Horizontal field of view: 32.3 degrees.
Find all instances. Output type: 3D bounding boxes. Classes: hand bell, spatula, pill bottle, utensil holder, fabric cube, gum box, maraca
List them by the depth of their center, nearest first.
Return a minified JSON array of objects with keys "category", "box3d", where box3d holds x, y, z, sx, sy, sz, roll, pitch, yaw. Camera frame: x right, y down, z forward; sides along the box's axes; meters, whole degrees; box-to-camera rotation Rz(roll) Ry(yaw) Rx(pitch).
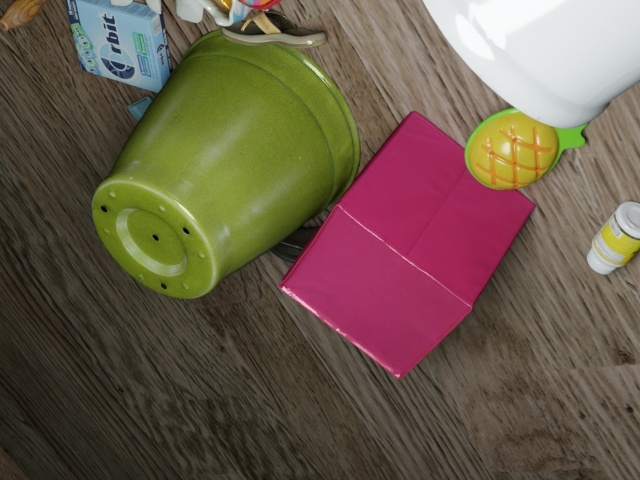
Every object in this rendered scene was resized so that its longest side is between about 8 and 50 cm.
[{"category":"utensil holder","box3d":[0.333,-0.357,1.163,0.327,0.327,0.385,46,128,-9]},{"category":"maraca","box3d":[0.298,-0.143,1.608,0.186,0.099,0.127,-33,117,23]},{"category":"pill bottle","box3d":[0.446,0.000,1.652,0.065,0.065,0.116,34,141,6]},{"category":"fabric cube","box3d":[0.133,0.008,1.745,0.259,0.258,0.254,38,141,1]},{"category":"spatula","box3d":[-0.264,-0.469,1.766,0.168,0.019,0.242,17,131,13]},{"category":"hand bell","box3d":[-0.439,-0.406,1.793,0.126,0.242,0.126,21,138,20]},{"category":"gum box","box3d":[-0.351,-0.350,1.935,0.184,0.041,0.157,20,139,22]}]

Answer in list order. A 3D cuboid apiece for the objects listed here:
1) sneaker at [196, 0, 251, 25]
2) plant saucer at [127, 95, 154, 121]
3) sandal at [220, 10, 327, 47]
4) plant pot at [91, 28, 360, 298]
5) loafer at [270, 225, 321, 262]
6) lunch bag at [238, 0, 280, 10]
[{"category":"sneaker","box3d":[-0.182,-0.433,1.682,0.087,0.092,0.228,-25,112,37]},{"category":"plant saucer","box3d":[-0.280,-0.185,2.060,0.067,0.018,0.192,-17,115,45]},{"category":"sandal","box3d":[-0.072,-0.334,1.727,0.180,0.072,0.049,11,118,27]},{"category":"plant pot","box3d":[-0.175,-0.099,1.801,0.366,0.353,0.366,20,137,20]},{"category":"loafer","box3d":[0.000,0.000,1.989,0.220,0.080,0.078,15,126,18]},{"category":"lunch bag","box3d":[-0.051,-0.459,1.558,0.293,0.120,0.258,-23,117,46]}]
